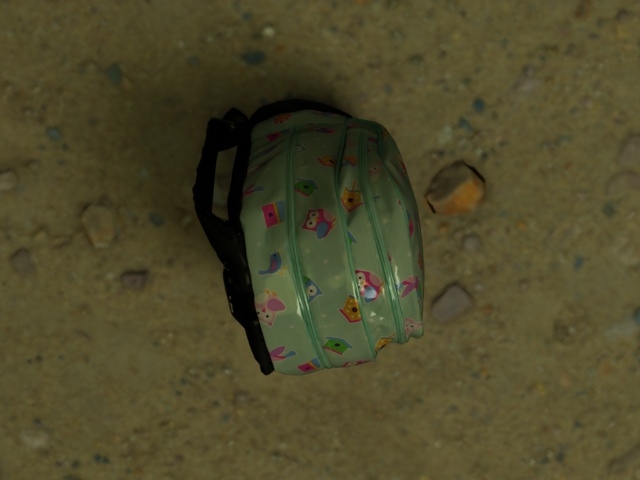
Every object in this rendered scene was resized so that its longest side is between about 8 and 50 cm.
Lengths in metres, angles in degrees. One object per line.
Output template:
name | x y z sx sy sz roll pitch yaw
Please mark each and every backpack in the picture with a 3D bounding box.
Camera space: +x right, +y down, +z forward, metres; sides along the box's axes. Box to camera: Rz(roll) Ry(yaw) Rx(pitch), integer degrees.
backpack | 0.000 0.000 1.096 0.115 0.182 0.152 -18 105 6
